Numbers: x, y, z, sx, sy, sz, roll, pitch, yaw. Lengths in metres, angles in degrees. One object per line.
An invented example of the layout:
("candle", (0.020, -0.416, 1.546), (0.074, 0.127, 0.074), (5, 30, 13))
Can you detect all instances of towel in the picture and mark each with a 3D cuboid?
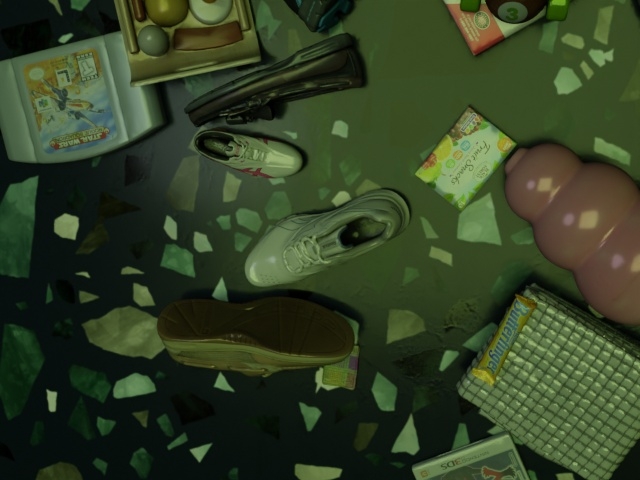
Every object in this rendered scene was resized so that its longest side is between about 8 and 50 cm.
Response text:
("towel", (0.036, 0.219, 1.613), (0.060, 0.009, 0.083), (8, 100, 9))
("towel", (0.394, 0.226, 1.495), (0.283, 0.121, 0.235), (31, 111, 9))

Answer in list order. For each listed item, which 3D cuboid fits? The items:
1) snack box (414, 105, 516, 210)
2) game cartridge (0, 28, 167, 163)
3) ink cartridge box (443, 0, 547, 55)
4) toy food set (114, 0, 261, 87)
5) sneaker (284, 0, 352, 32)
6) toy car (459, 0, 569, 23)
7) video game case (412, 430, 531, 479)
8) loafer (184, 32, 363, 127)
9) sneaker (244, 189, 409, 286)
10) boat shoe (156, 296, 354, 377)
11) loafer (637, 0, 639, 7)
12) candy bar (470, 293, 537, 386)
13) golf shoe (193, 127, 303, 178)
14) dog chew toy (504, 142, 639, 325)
("snack box", (0.236, -0.134, 1.502), (0.100, 0.037, 0.141), (38, 104, 1))
("game cartridge", (-0.422, -0.239, 1.596), (0.297, 0.062, 0.198), (-11, 93, 12))
("ink cartridge box", (0.298, -0.416, 1.410), (0.237, 0.100, 0.172), (-29, 94, 14))
("toy food set", (-0.234, -0.417, 1.486), (0.219, 0.092, 0.306), (-12, 96, -1))
("sneaker", (0.014, -0.475, 1.385), (0.139, 0.125, 0.341), (43, 135, 11))
("toy car", (0.275, -0.378, 1.271), (0.155, 0.188, 0.149), (8, 101, 9))
("video game case", (0.282, 0.452, 1.602), (0.183, 0.023, 0.201), (-23, 95, 13))
("loafer", (-0.075, -0.240, 1.509), (0.302, 0.109, 0.095), (-23, 99, 10))
("sneaker", (0.000, 0.000, 1.522), (0.297, 0.129, 0.111), (-25, 96, 15))
("boat shoe", (-0.107, 0.172, 1.590), (0.341, 0.122, 0.110), (5, 138, 12))
("loafer", (0.599, -0.411, 1.364), (0.267, 0.096, 0.084), (-29, 88, 16))
("candy bar", (0.287, 0.153, 1.437), (0.040, 0.018, 0.161), (29, 112, 12))
("golf shoe", (-0.122, -0.142, 1.542), (0.186, 0.086, 0.068), (12, 100, 7))
("dog chew toy", (0.424, -0.024, 1.414), (0.332, 0.206, 0.207), (40, 104, 10))
